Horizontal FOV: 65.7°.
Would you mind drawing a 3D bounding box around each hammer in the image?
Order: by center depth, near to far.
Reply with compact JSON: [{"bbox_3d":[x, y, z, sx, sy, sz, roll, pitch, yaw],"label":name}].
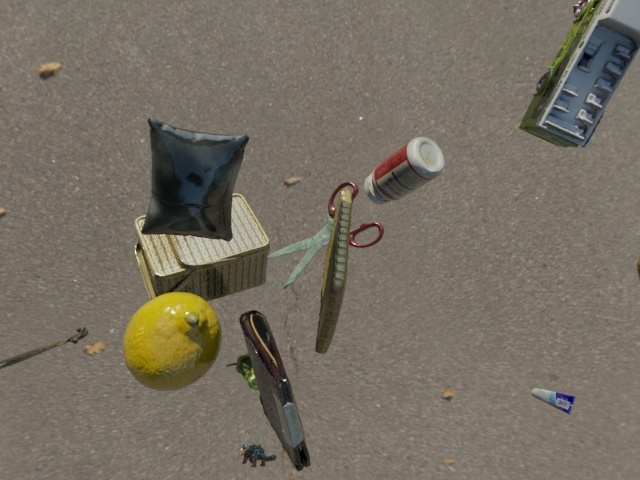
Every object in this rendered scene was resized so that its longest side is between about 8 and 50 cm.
[{"bbox_3d":[-0.738,0.287,1.256,0.297,0.125,0.027,-21,97,-6],"label":"hammer"}]

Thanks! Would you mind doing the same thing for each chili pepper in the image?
[{"bbox_3d":[-0.190,0.343,1.347,0.073,0.204,0.072,8,93,-26],"label":"chili pepper"}]

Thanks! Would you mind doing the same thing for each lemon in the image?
[{"bbox_3d":[-0.291,0.199,0.984,0.187,0.244,0.187,28,39,-25],"label":"lemon"}]

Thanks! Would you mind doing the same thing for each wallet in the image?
[{"bbox_3d":[-0.087,0.285,0.983,0.071,0.262,0.221,-15,115,-14],"label":"wallet"}]

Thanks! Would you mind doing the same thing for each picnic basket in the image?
[{"bbox_3d":[-0.313,0.025,1.299,0.313,0.175,0.228,-15,51,-23],"label":"picnic basket"}]

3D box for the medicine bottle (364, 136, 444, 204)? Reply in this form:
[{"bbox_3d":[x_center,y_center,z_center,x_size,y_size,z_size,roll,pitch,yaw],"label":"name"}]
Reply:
[{"bbox_3d":[0.247,-0.203,1.501,0.131,0.250,0.131,14,63,-29],"label":"medicine bottle"}]

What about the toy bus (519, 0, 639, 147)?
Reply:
[{"bbox_3d":[0.472,-0.311,0.849,0.113,0.139,0.302,22,107,-5],"label":"toy bus"}]

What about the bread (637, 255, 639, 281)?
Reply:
[{"bbox_3d":[0.714,0.018,0.903,0.294,0.132,0.167,-31,109,-24],"label":"bread"}]

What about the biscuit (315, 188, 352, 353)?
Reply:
[{"bbox_3d":[0.025,0.046,0.838,0.029,0.172,0.254,9,42,-2],"label":"biscuit"}]

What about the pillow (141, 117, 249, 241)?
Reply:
[{"bbox_3d":[-0.246,-0.106,0.960,0.186,0.250,0.106,4,35,-17],"label":"pillow"}]

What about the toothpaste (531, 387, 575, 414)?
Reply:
[{"bbox_3d":[0.313,0.214,0.668,0.015,0.083,0.024,23,80,-5],"label":"toothpaste"}]

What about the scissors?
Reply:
[{"bbox_3d":[0.000,0.000,1.009,0.247,0.017,0.144,-36,69,16],"label":"scissors"}]

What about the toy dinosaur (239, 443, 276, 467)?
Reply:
[{"bbox_3d":[-0.167,0.563,1.298,0.049,0.154,0.055,23,64,-41],"label":"toy dinosaur"}]
